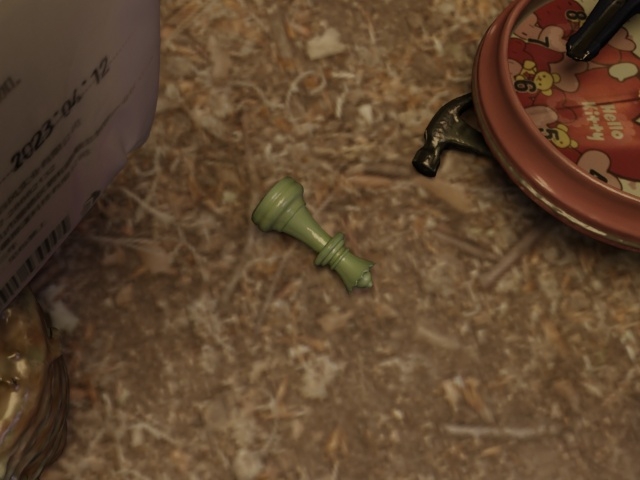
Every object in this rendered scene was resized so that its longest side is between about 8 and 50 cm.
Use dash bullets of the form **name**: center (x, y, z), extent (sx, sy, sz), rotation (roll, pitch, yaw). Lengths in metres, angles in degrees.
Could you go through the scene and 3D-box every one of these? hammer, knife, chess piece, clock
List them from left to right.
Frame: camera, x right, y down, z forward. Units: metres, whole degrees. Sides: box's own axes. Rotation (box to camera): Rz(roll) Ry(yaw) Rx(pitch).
- **chess piece**: center (0.000, 0.000, 0.662), extent (0.093, 0.042, 0.042), rotation (40, 76, 4)
- **hammer**: center (0.169, -0.044, 0.690), extent (0.200, 0.021, 0.078), rotation (26, 74, 5)
- **knife**: center (0.202, -0.154, 0.668), extent (0.031, 0.018, 0.121), rotation (35, 62, 17)
- **clock**: center (0.225, -0.096, 0.677), extent (0.244, 0.056, 0.245), rotation (3, 57, -5)

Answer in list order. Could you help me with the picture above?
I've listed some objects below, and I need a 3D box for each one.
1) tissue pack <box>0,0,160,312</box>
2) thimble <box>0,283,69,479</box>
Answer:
- **tissue pack**: center (-0.237, -0.025, 0.396), extent (0.193, 0.266, 0.356), rotation (37, 70, 4)
- **thimble**: center (-0.260, 0.067, 0.579), extent (0.229, 0.148, 0.196), rotation (22, 71, 2)
